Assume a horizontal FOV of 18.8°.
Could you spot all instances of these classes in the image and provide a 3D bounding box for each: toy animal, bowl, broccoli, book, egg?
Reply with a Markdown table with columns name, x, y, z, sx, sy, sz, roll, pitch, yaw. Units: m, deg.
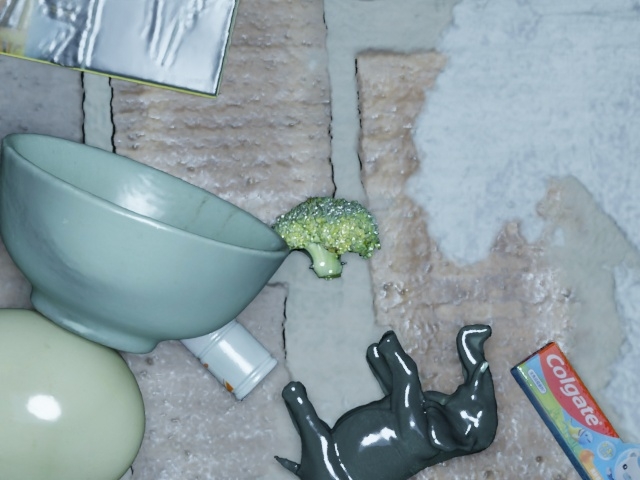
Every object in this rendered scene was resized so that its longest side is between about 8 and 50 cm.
| name | x | y | z | sx | sy | sz | roll | pitch | yaw |
| --- | --- | --- | --- | --- | --- | --- | --- | --- | --- |
| toy animal | 0.075 | 0.170 | 1.902 | 0.245 | 0.114 | 0.146 | -31 | 79 | 16 |
| bowl | -0.188 | 0.017 | 1.828 | 0.289 | 0.289 | 0.146 | 23 | 100 | 0 |
| broccoli | 0.000 | 0.000 | 1.926 | 0.097 | 0.095 | 0.092 | -19 | 108 | -40 |
| book | -0.257 | -0.308 | 1.937 | 0.374 | 0.028 | 0.262 | 12 | 100 | -2 |
| egg | -0.285 | 0.157 | 1.837 | 0.242 | 0.186 | 0.186 | 16 | 83 | 7 |

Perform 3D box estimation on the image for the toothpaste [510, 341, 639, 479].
| name | x | y | z | sx | sy | sz | roll | pitch | yaw |
| --- | --- | --- | --- | --- | --- | --- | --- | --- | --- |
| toothpaste | 0.274 | 0.189 | 1.934 | 0.070 | 0.044 | 0.193 | -33 | 87 | -7 |

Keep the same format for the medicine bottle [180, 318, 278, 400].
| name | x | y | z | sx | sy | sz | roll | pitch | yaw |
| --- | --- | --- | --- | --- | --- | --- | --- | --- | --- |
| medicine bottle | -0.091 | 0.110 | 1.916 | 0.089 | 0.057 | 0.057 | 45 | 84 | 1 |
